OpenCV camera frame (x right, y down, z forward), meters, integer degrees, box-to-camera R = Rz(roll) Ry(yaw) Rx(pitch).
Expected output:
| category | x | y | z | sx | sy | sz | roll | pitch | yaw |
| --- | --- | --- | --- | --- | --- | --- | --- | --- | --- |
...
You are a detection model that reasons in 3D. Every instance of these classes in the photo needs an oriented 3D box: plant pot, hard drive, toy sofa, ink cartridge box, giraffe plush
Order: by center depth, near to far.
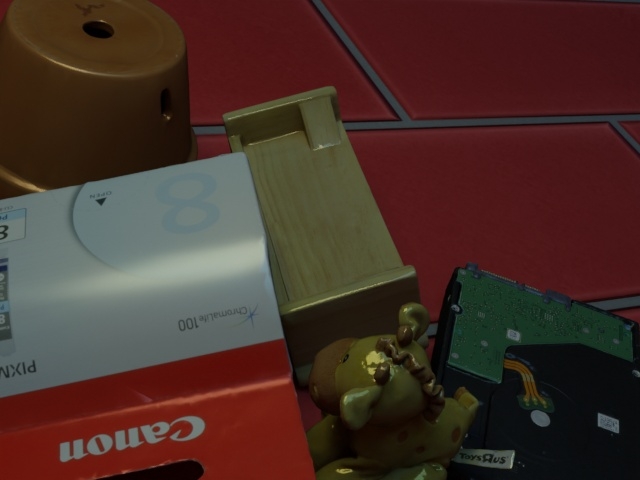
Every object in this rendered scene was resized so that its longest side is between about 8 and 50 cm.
| category | x | y | z | sx | sy | sz | roll | pitch | yaw |
| --- | --- | --- | --- | --- | --- | --- | --- | --- | --- |
| giraffe plush | 0.054 | 0.156 | 0.968 | 0.210 | 0.170 | 0.181 | -14 | 39 | 14 |
| ink cartridge box | -0.189 | 0.084 | 0.985 | 0.308 | 0.091 | 0.385 | -11 | 40 | -5 |
| hard drive | 0.232 | 0.177 | 1.167 | 0.237 | 0.064 | 0.339 | 20 | 39 | 0 |
| toy sofa | 0.000 | 0.000 | 1.238 | 0.150 | 0.177 | 0.362 | -16 | 45 | -4 |
| plant pot | -0.274 | -0.164 | 1.246 | 0.291 | 0.203 | 0.290 | 12 | 40 | -10 |
